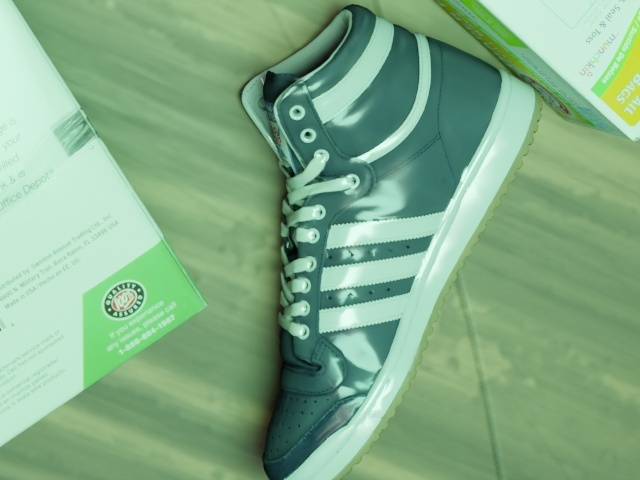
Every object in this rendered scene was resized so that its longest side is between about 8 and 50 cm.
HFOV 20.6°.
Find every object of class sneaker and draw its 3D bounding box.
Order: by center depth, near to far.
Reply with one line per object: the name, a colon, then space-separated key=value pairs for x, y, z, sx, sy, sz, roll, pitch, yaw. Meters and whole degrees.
sneaker: x=0.000 y=0.000 z=1.021 sx=0.153 sy=0.099 sz=0.282 roll=29 pitch=87 yaw=-20

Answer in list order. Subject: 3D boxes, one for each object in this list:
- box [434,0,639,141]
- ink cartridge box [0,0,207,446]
box: x=0.125 y=-0.163 z=1.009 sx=0.203 sy=0.114 sz=0.103 roll=40 pitch=89 yaw=-16
ink cartridge box: x=-0.189 y=-0.016 z=0.945 sx=0.160 sy=0.092 sz=0.219 roll=-33 pitch=111 yaw=-9
